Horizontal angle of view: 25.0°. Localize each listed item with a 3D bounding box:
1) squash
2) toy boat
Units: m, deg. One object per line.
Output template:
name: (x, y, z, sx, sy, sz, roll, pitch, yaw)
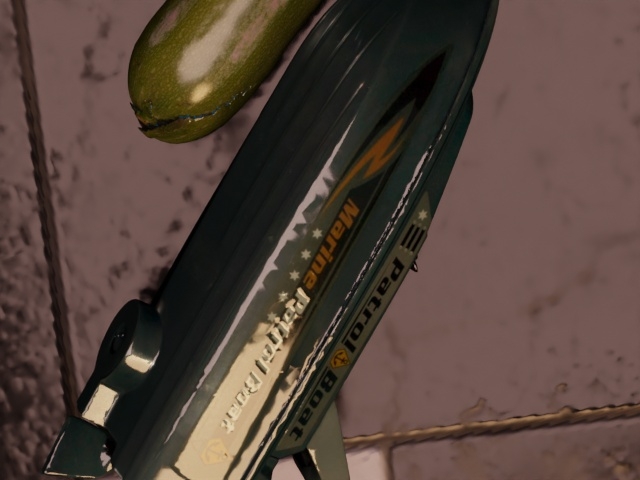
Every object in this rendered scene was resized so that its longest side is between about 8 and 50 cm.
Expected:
squash: (-0.011, -0.113, 0.547, 0.052, 0.052, 0.183, 38, 95, -3)
toy boat: (0.000, 0.000, 0.539, 0.103, 0.093, 0.246, 28, 95, -23)
